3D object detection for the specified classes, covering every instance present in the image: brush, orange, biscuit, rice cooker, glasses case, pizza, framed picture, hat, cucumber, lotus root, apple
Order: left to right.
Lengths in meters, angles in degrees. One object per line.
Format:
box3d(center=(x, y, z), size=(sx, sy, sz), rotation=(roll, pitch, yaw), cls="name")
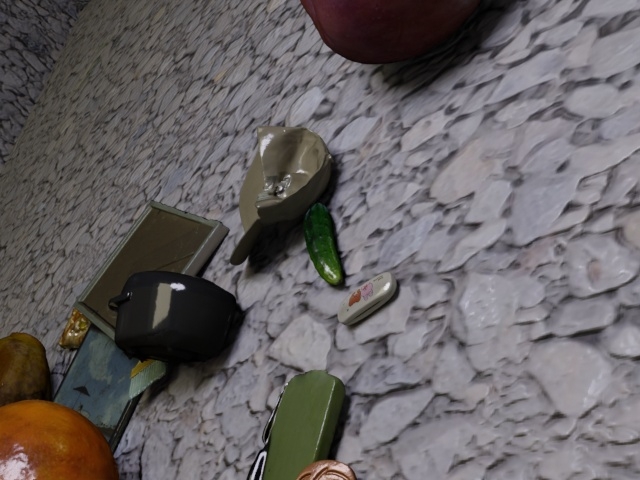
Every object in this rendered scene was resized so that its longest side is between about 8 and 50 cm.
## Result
box3d(center=(-0.578, 0.307, 1.502), size=(0.193, 0.193, 0.290), rotation=(-31, 41, 40), cls="lotus root")
box3d(center=(-0.400, 0.352, 1.102), size=(0.284, 0.226, 0.283), rotation=(-34, 39, 33), cls="orange")
box3d(center=(-0.386, 0.302, 1.328), size=(0.265, 0.016, 0.347), rotation=(4, 65, 52), cls="framed picture")
box3d(center=(-0.429, 0.157, 1.538), size=(0.184, 0.036, 0.176), rotation=(-48, 30, 17), cls="pizza")
box3d(center=(-0.298, 0.050, 1.413), size=(0.247, 0.022, 0.335), rotation=(-55, 30, -11), cls="framed picture")
box3d(center=(-0.256, 0.146, 1.279), size=(0.083, 0.010, 0.218), rotation=(-36, 32, 19), cls="brush")
box3d(center=(-0.204, 0.105, 1.140), size=(0.203, 0.142, 0.118), rotation=(-13, 62, 50), cls="rice cooker")
box3d(center=(-0.047, 0.282, 0.830), size=(0.099, 0.038, 0.322), rotation=(-11, 52, 49), cls="biscuit")
box3d(center=(-0.053, -0.048, 1.150), size=(0.173, 0.144, 0.166), rotation=(88, -178, -47), cls="hat")
box3d(center=(0.000, 0.000, 1.032), size=(0.039, 0.039, 0.167), rotation=(-44, 33, 24), cls="cucumber")
box3d(center=(0.006, 0.248, 0.774), size=(0.078, 0.015, 0.091), rotation=(-9, 57, 24), cls="biscuit")
box3d(center=(0.050, 0.064, 0.908), size=(0.083, 0.021, 0.032), rotation=(-38, 33, 32), cls="glasses case")
box3d(center=(0.074, -0.365, 1.031), size=(0.235, 0.305, 0.305), rotation=(-30, 32, 0), cls="apple")
